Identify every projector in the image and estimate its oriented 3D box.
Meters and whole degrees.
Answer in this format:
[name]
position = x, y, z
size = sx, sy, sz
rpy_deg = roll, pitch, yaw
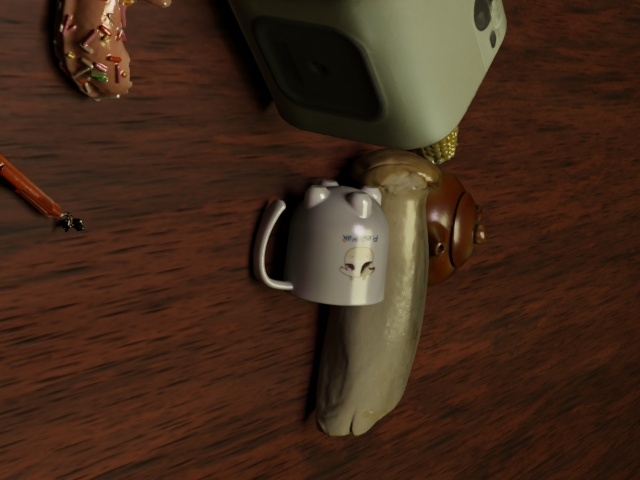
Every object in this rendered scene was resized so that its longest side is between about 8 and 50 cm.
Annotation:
[projector]
position = 0.053, -0.283, 1.559
size = 0.249, 0.248, 0.249
rpy_deg = -59, 147, -26

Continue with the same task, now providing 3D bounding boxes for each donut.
[donut]
position = -0.206, -0.225, 1.323
size = 0.117, 0.065, 0.166
rpy_deg = 29, 76, -61

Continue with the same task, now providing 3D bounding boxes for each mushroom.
[mushroom]
position = 0.084, 0.071, 1.896
size = 0.154, 0.137, 0.408
rpy_deg = -7, 115, -48

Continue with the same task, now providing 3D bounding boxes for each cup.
[cup]
position = 0.003, -0.002, 1.751
size = 0.134, 0.173, 0.142
rpy_deg = -90, -175, -78

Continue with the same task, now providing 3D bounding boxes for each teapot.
[teapot]
position = 0.189, -0.021, 2.025
size = 0.252, 0.135, 0.178
rpy_deg = -32, 131, -62

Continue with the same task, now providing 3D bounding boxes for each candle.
[candle]
position = -0.280, -0.045, 1.317
size = 0.167, 0.021, 0.026
rpy_deg = 50, 39, -55

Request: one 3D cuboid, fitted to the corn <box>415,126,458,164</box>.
[corn]
position = 0.155, -0.237, 1.928
size = 0.086, 0.086, 0.288
rpy_deg = -48, 143, -40
